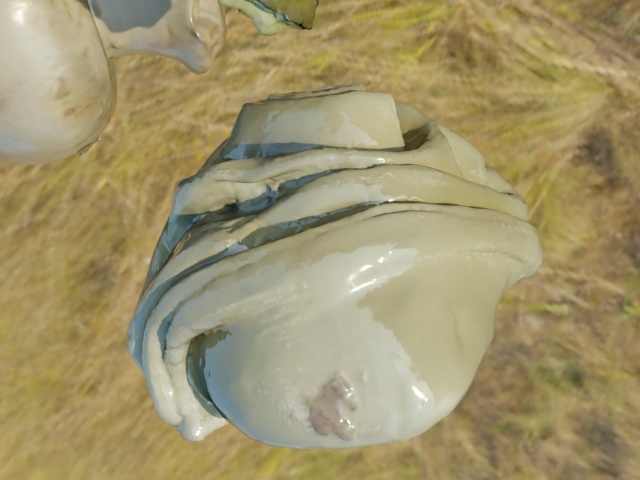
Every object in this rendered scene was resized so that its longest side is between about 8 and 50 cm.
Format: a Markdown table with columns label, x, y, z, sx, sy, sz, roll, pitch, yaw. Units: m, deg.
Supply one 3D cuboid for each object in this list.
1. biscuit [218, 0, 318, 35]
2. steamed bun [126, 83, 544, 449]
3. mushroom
| label | x | y | z | sx | sy | sz | roll | pitch | yaw |
| --- | --- | --- | --- | --- | --- | --- | --- | --- | --- |
| biscuit | -0.095 | -0.251 | 0.802 | 0.036 | 0.187 | 0.273 | -16 | 150 | 34 |
| steamed bun | -0.008 | 0.000 | 1.033 | 0.310 | 0.324 | 0.219 | -1 | 121 | 39 |
| mushroom | -0.227 | -0.218 | 1.136 | 0.290 | 0.297 | 0.297 | -9 | 142 | -7 |
